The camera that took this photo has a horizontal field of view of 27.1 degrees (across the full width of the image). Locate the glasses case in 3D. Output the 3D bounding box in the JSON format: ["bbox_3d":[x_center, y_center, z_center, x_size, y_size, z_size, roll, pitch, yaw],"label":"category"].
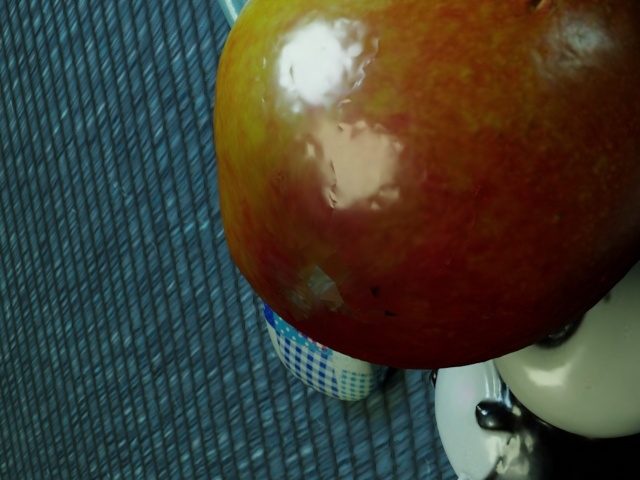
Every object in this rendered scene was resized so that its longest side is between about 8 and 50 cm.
[{"bbox_3d":[0.000,0.000,1.169,0.125,0.076,0.327,21,129,34],"label":"glasses case"}]

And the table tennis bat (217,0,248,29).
[{"bbox_3d":[-0.053,-0.165,1.256,0.153,0.040,0.244,-31,80,52],"label":"table tennis bat"}]

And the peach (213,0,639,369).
[{"bbox_3d":[0.077,-0.045,0.755,0.275,0.248,0.245,4,65,33],"label":"peach"}]

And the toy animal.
[{"bbox_3d":[0.178,0.072,0.913,0.187,0.165,0.235,-100,20,-48],"label":"toy animal"}]
